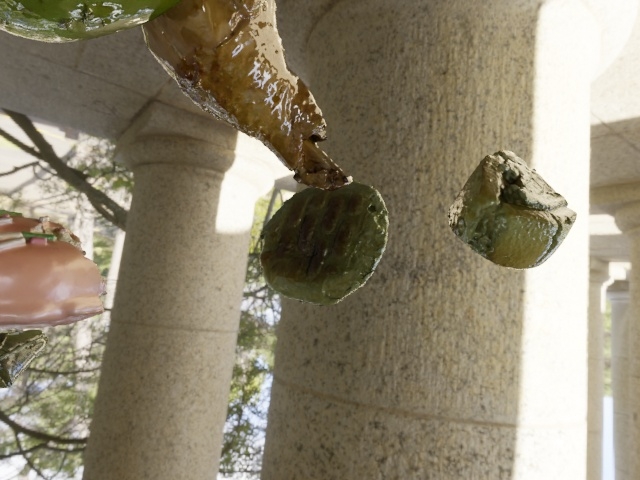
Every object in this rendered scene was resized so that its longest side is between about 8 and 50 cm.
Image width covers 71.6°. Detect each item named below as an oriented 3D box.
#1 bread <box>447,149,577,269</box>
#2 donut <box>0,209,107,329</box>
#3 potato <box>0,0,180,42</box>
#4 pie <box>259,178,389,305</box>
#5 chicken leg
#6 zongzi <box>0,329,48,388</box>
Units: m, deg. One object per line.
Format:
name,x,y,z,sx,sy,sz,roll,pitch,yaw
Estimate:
bread,0.313,-0.046,0.723,0.186,0.124,0.257,41,-147,16
donut,-0.320,0.019,0.419,0.199,0.085,0.233,5,-173,-37
potato,-0.212,-0.296,0.383,0.304,0.216,0.216,-21,162,17
pie,0.000,0.000,0.940,0.306,0.306,0.071,2,158,28
chicken leg,-0.091,-0.244,0.697,0.409,0.182,0.295,46,-173,-22
zongzi,-0.483,0.148,0.674,0.055,0.119,0.109,-20,-158,19
